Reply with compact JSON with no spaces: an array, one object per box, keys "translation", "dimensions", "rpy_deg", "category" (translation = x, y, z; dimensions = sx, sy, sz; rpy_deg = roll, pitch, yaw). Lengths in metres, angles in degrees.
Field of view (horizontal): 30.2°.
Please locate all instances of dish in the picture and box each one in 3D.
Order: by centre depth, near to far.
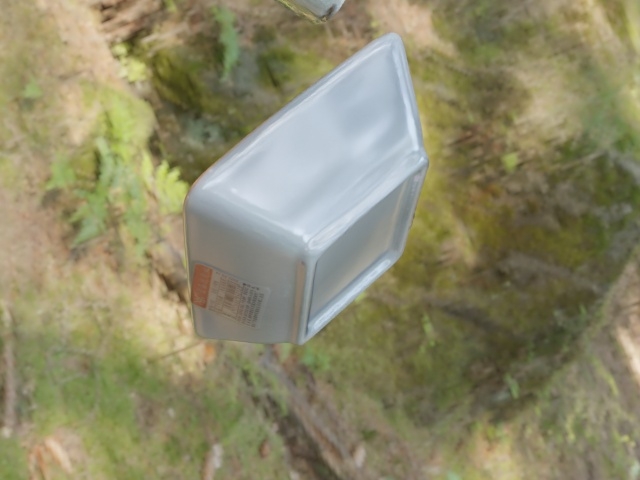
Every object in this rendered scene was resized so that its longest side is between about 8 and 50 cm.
[{"translation":[0.000,0.000,0.687],"dimensions":[0.064,0.154,0.234],"rpy_deg":[43,-22,15],"category":"dish"}]

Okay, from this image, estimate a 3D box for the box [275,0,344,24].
[{"translation":[-0.062,-0.227,0.487],"dimensions":[0.259,0.168,0.071],"rpy_deg":[31,4,-11],"category":"box"}]
